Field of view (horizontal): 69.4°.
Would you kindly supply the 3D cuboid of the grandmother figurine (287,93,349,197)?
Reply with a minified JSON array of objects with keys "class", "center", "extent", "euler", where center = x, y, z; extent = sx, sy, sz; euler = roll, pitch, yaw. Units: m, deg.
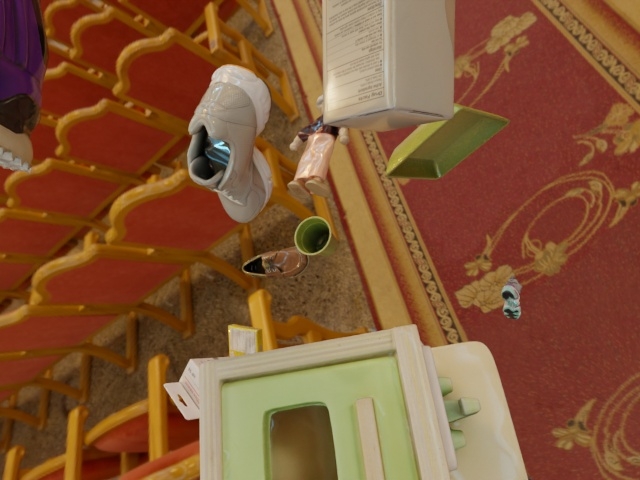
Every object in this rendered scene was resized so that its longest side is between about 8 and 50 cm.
[{"class":"grandmother figurine","center":[0.002,-0.286,1.322],"extent":[0.208,0.104,0.342],"euler":[6,66,28]}]

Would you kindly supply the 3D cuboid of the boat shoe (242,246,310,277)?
[{"class":"boat shoe","center":[-0.167,0.093,1.694],"extent":[0.307,0.104,0.110],"euler":[-18,81,44]}]

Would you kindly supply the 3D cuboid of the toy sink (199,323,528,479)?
[{"class":"toy sink","center":[0.038,0.158,0.356],"extent":[0.234,0.131,0.152],"euler":[-10,65,7]}]

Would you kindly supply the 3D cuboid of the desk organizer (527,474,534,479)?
[{"class":"desk organizer","center":[0.219,0.279,0.485],"extent":[0.130,0.047,0.050],"euler":[36,83,20]}]

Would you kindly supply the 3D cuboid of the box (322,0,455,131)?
[{"class":"box","center":[0.088,-0.313,0.619],"extent":[0.148,0.121,0.310],"euler":[8,100,53]}]

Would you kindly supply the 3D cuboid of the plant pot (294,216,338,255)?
[{"class":"plant pot","center":[0.000,0.000,0.983],"extent":[0.083,0.079,0.083],"euler":[-8,72,24]}]

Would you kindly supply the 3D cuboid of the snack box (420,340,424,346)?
[{"class":"snack box","center":[0.222,0.367,1.023],"extent":[0.060,0.321,0.187],"euler":[-20,44,-15]}]

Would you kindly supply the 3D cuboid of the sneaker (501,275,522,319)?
[{"class":"sneaker","center":[0.422,0.120,1.006],"extent":[0.038,0.098,0.069],"euler":[9,45,34]}]

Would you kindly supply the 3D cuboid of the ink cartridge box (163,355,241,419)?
[{"class":"ink cartridge box","center":[-0.203,0.288,0.918],"extent":[0.104,0.180,0.060],"euler":[37,104,36]}]

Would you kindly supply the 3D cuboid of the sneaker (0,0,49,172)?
[{"class":"sneaker","center":[-0.211,-0.142,0.220],"extent":[0.293,0.102,0.146],"euler":[153,130,-73]}]

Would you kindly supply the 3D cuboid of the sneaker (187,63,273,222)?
[{"class":"sneaker","center":[-0.131,-0.096,0.621],"extent":[0.099,0.262,0.121],"euler":[21,56,11]}]

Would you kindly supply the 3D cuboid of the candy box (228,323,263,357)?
[{"class":"candy box","center":[-0.192,0.326,1.206],"extent":[0.105,0.027,0.205],"euler":[1,95,33]}]

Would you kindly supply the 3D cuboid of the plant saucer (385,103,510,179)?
[{"class":"plant saucer","center":[0.229,-0.188,0.867],"extent":[0.188,0.188,0.045],"euler":[-42,65,40]}]
